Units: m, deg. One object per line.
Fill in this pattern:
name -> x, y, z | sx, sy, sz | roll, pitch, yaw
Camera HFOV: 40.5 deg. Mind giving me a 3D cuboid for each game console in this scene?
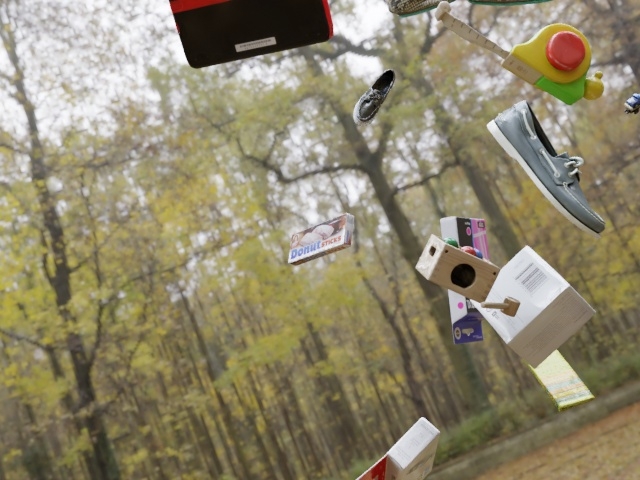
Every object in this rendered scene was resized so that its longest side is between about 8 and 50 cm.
game console -> -0.186, -0.608, 2.069 | 0.387, 0.341, 0.060 | -8, 26, 16

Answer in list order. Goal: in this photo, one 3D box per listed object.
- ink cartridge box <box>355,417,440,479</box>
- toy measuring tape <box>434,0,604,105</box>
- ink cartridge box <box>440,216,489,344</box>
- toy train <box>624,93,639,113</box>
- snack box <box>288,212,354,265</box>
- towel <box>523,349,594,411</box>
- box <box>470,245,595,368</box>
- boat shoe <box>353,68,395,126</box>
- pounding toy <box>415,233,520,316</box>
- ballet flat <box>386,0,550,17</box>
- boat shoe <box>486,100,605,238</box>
ink cartridge box -> 0.187, 0.610, 2.224 | 0.261, 0.066, 0.296 | -39, -27, -21
toy measuring tape -> 0.366, -0.357, 1.538 | 0.121, 0.330, 0.121 | -58, 2, 3
ink cartridge box -> 0.441, 0.117, 2.575 | 0.069, 0.370, 0.176 | -8, -6, 38
toy train -> 0.681, -0.306, 1.759 | 0.158, 0.027, 0.036 | -34, -45, -5
snack box -> 0.000, 0.000, 1.683 | 0.022, 0.064, 0.178 | 20, -25, -33
towel -> 0.550, 0.306, 2.088 | 0.102, 0.237, 0.021 | -10, -46, -22
box -> 0.454, 0.142, 1.871 | 0.182, 0.181, 0.119 | -45, -58, 8
boat shoe -> 0.112, -0.298, 1.794 | 0.142, 0.049, 0.040 | -59, -2, -24
pounding toy -> 0.318, 0.072, 1.743 | 0.181, 0.206, 0.094 | -119, 54, -80
ballet flat -> 0.333, -0.626, 2.008 | 0.483, 0.182, 0.164 | 7, 44, 41
boat shoe -> 0.466, -0.143, 1.724 | 0.099, 0.319, 0.116 | -43, -17, 16
